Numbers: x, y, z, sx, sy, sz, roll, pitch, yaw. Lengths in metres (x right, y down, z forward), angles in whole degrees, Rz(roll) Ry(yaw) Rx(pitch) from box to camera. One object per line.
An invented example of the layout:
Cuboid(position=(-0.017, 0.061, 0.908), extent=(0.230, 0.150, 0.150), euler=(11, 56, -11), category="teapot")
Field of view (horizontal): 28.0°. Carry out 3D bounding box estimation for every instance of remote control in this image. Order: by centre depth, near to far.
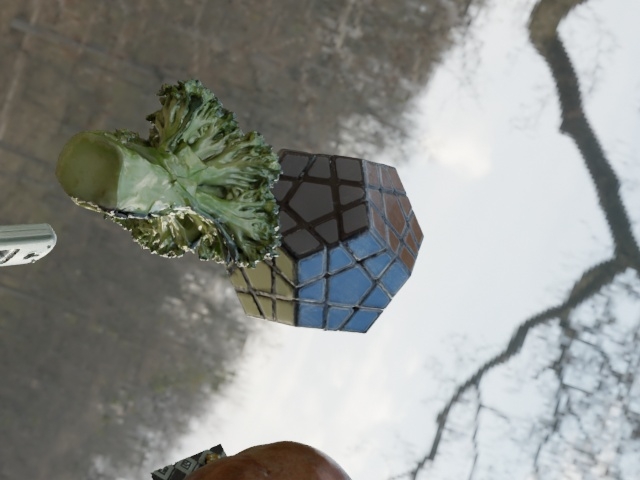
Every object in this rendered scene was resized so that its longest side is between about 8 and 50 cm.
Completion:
Cuboid(position=(-0.464, 0.010, 1.845), extent=(0.078, 0.042, 0.221), euler=(-37, 164, 25), category="remote control")

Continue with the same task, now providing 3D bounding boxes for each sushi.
Cuboid(position=(-0.176, 0.375, 1.933), extent=(0.120, 0.126, 0.026), euler=(61, -27, 18), category="sushi")

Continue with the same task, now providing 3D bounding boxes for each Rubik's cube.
Cuboid(position=(0.000, 0.000, 1.979), extent=(0.319, 0.319, 0.264), euler=(-64, -150, 22), category="Rubik's cube")

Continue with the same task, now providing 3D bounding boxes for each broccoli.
Cuboid(position=(-0.211, -0.083, 1.530), extent=(0.221, 0.361, 0.252), euler=(-46, -120, 11), category="broccoli")

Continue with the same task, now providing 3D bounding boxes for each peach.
Cuboid(position=(-0.060, 0.362, 1.561), extent=(0.252, 0.252, 0.252), euler=(-160, -90, -75), category="peach")
